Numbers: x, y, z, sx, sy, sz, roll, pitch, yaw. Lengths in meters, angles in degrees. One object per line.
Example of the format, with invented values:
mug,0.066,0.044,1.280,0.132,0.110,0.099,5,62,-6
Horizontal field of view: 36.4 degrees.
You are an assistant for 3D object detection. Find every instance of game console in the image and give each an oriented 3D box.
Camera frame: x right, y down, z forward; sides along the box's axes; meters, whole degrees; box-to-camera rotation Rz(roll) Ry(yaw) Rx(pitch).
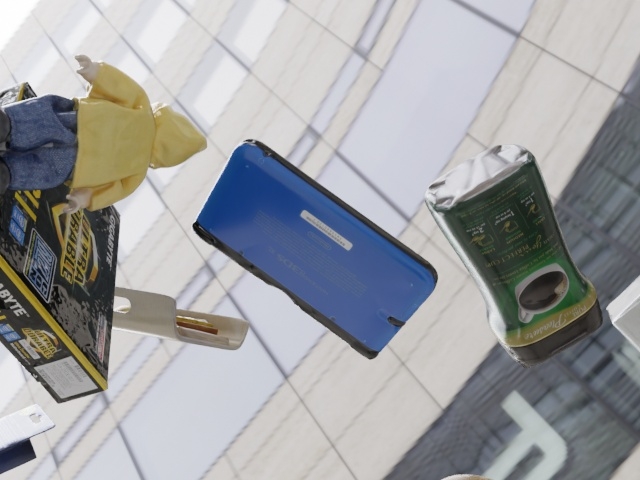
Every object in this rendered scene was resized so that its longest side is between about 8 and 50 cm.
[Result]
game console,0.000,0.000,1.272,0.293,0.173,0.250,35,-50,0

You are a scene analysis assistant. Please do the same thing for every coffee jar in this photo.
coffee jar,0.168,0.017,0.831,0.096,0.079,0.184,-30,-68,-1

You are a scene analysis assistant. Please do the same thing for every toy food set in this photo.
toy food set,-0.268,0.110,1.569,0.306,0.220,0.092,30,-111,-70

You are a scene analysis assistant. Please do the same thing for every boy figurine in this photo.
boy figurine,-0.252,-0.122,1.096,0.285,0.092,0.177,-14,-67,-45

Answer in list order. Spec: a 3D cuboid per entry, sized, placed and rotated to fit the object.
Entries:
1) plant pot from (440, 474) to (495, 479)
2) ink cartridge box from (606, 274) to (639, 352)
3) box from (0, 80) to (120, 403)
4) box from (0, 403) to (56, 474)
plant pot,0.226,0.416,1.275,0.032,0.236,0.236,-33,-43,-43
ink cartridge box,0.549,0.180,1.219,0.160,0.384,0.279,-44,-10,10
box,-0.344,-0.003,1.197,0.079,0.322,0.257,-20,-49,10
box,-0.473,0.294,1.317,0.225,0.136,0.036,-23,-75,-24
